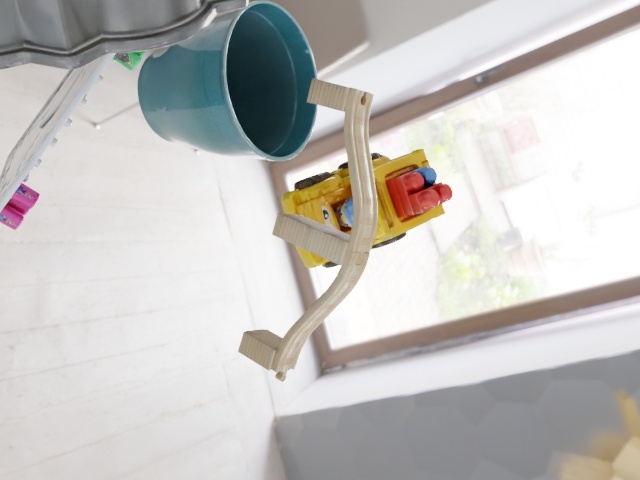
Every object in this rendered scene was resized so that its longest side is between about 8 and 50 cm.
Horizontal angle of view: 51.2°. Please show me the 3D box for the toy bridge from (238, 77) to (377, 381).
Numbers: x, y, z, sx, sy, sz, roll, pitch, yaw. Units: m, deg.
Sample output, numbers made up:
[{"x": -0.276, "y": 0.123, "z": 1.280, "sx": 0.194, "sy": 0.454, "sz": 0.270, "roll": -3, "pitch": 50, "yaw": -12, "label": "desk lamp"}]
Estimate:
[{"x": 0.000, "y": 0.000, "z": 0.409, "sx": 0.026, "sy": 0.063, "sz": 0.188, "roll": 2, "pitch": 106, "yaw": -53, "label": "toy bridge"}]

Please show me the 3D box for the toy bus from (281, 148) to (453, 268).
[{"x": 0.085, "y": -0.054, "z": 1.009, "sx": 0.220, "sy": 0.211, "sz": 0.149, "roll": -23, "pitch": 98, "yaw": -31, "label": "toy bus"}]

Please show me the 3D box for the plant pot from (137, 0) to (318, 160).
[{"x": -0.182, "y": -0.274, "z": 1.220, "sx": 0.271, "sy": 0.255, "sz": 0.272, "roll": 0, "pitch": 91, "yaw": -57, "label": "plant pot"}]

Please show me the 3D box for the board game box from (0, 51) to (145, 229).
[{"x": -0.429, "y": -0.238, "z": 1.161, "sx": 0.050, "sy": 0.390, "sz": 0.390, "roll": 36, "pitch": 7, "yaw": -29, "label": "board game box"}]

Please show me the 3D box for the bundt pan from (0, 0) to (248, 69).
[{"x": -0.194, "y": -0.246, "z": 0.424, "sx": 0.331, "sy": 0.330, "sz": 0.124, "roll": -77, "pitch": 176, "yaw": -46, "label": "bundt pan"}]
